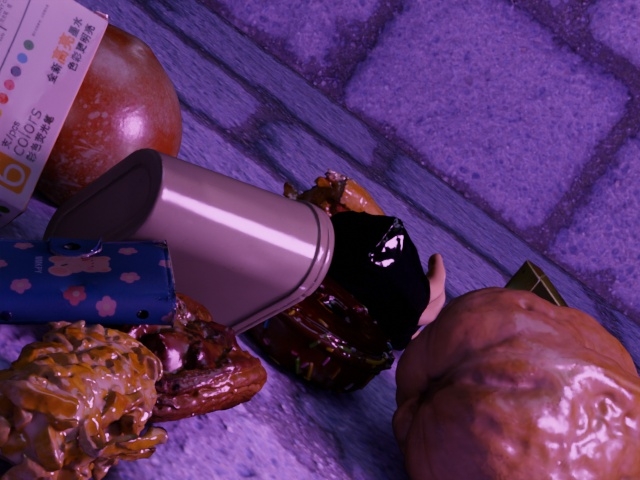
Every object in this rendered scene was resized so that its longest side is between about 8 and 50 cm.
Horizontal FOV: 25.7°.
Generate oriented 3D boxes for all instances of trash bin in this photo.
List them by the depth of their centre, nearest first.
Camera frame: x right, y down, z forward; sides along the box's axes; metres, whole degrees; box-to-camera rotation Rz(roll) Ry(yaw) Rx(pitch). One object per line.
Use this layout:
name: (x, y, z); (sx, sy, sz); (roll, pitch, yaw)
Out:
trash bin: (-0.149, 0.008, 1.576); (0.247, 0.243, 0.121); (21, 53, -39)

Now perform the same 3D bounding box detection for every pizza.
pizza: (0.000, 0.000, 2.122); (0.229, 0.081, 0.289); (10, -32, 15)

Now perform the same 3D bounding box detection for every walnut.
walnut: (0.260, 0.223, 1.734); (0.344, 0.306, 0.306); (24, 19, -35)

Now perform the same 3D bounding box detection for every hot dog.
hot dog: (-0.147, 0.126, 1.467); (0.160, 0.099, 0.227); (35, 17, 13)

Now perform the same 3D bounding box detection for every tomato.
tomato: (-0.297, -0.170, 1.789); (0.270, 0.222, 0.270); (36, 17, -13)

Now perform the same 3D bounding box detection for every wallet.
wallet: (-0.248, 0.040, 1.394); (0.202, 0.059, 0.141); (0, 22, -10)

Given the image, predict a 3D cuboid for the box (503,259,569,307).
box: (0.349, 0.172, 2.321); (0.043, 0.173, 0.311); (31, 16, -24)

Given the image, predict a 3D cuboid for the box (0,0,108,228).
box: (-0.383, -0.178, 1.556); (0.221, 0.274, 0.091); (28, -26, -22)

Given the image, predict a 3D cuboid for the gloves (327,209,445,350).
gloves: (0.087, 0.069, 2.034); (0.197, 0.152, 0.301); (9, -16, 35)

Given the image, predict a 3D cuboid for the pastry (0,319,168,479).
pastry: (-0.212, 0.149, 1.227); (0.154, 0.102, 0.250); (33, 13, -3)

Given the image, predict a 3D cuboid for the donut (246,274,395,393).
donut: (-0.010, 0.113, 1.834); (0.235, 0.089, 0.235); (33, 15, -10)
